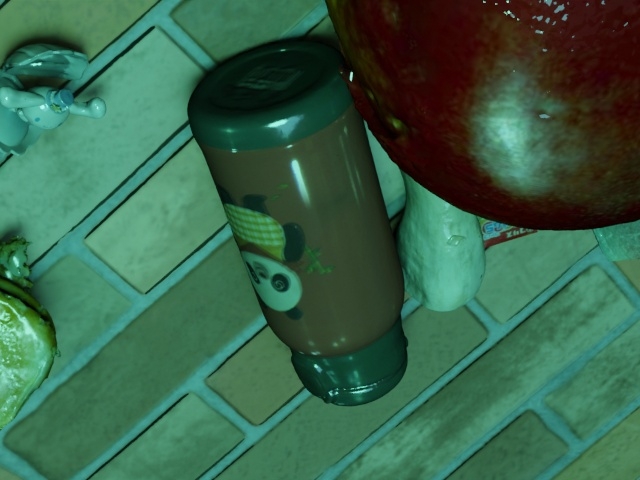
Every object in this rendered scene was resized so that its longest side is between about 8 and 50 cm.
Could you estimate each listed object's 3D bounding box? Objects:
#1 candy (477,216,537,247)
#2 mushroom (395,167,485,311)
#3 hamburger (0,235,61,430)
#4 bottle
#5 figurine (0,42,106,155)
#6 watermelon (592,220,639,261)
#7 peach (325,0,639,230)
[{"bbox_3d":[0.166,-0.058,1.222,0.062,0.038,0.122,-16,121,-7],"label":"candy"},{"bbox_3d":[0.103,-0.039,1.185,0.081,0.092,0.223,-23,124,-17],"label":"mushroom"},{"bbox_3d":[-0.304,0.072,1.111,0.159,0.131,0.185,34,98,-20],"label":"hamburger"},{"bbox_3d":[0.000,0.000,1.146,0.144,0.144,0.336,-21,122,-4],"label":"bottle"},{"bbox_3d":[-0.230,-0.118,1.048,0.086,0.094,0.082,-13,84,24],"label":"figurine"},{"bbox_3d":[0.377,-0.104,1.166,0.148,0.226,0.318,-14,137,-40],"label":"watermelon"},{"bbox_3d":[0.176,-0.196,0.986,0.353,0.339,0.416,-29,124,17],"label":"peach"}]
